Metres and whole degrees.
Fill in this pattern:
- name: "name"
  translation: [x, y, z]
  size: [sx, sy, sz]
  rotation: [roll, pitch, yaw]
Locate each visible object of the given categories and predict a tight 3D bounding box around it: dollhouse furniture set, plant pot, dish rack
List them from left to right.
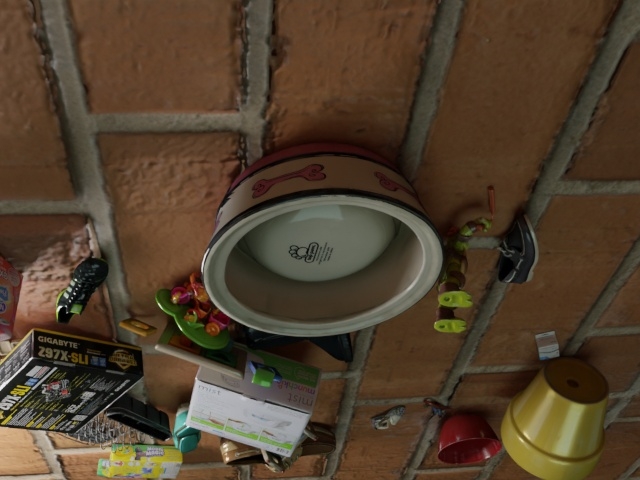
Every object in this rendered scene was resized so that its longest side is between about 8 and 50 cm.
- name: "dish rack"
  translation: [-0.531, 0.469, 1.883]
  size: [0.271, 0.074, 0.208]
  rotation: [-24, 138, 22]
- name: "dollhouse furniture set"
  translation: [-0.125, 0.454, 1.859]
  size: [0.129, 0.129, 0.183]
  rotation: [-46, 117, 3]
- name: "plant pot"
  translation: [0.603, 0.431, 1.887]
  size: [0.253, 0.254, 0.239]
  rotation: [0, 126, -9]

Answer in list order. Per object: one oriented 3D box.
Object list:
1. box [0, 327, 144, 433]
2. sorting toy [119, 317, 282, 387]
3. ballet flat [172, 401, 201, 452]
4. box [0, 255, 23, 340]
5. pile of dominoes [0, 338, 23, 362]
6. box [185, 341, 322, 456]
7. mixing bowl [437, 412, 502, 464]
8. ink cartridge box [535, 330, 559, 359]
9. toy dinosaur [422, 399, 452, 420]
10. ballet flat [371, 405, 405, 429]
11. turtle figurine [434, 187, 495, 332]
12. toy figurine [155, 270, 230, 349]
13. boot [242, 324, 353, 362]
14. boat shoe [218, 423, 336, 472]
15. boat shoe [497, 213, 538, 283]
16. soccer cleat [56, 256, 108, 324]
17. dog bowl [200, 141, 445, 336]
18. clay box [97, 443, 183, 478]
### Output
- name: "box"
  translation: [-0.580, 0.318, 1.648]
  size: [0.257, 0.079, 0.322]
  rotation: [20, 133, -38]
- name: "sorting toy"
  translation: [-0.233, 0.210, 1.520]
  size: [0.347, 0.196, 0.047]
  rotation: [21, 93, -6]
- name: "ballet flat"
  translation: [-0.334, 0.454, 1.876]
  size: [0.083, 0.087, 0.247]
  rotation: [-13, 153, -23]
- name: "box"
  translation: [-0.711, 0.113, 1.342]
  size: [0.299, 0.142, 0.154]
  rotation: [-14, 141, 9]
- name: "pile of dominoes"
  translation: [-0.626, 0.252, 1.639]
  size: [0.251, 0.040, 0.196]
  rotation: [6, 141, -29]
- name: "box"
  translation: [-0.154, 0.357, 1.697]
  size: [0.261, 0.127, 0.231]
  rotation: [17, 138, -2]
- name: "mixing bowl"
  translation: [0.407, 0.545, 2.101]
  size: [0.181, 0.098, 0.181]
  rotation: [-3, 142, -3]
- name: "ink cartridge box"
  translation: [0.543, 0.252, 1.803]
  size: [0.048, 0.028, 0.083]
  rotation: [-15, 141, 10]
- name: "toy dinosaur"
  translation: [0.306, 0.446, 2.025]
  size: [0.090, 0.047, 0.082]
  rotation: [-34, 137, -19]
- name: "ballet flat"
  translation: [0.187, 0.486, 2.041]
  size: [0.114, 0.041, 0.041]
  rotation: [-33, 135, 29]
- name: "turtle figurine"
  translation: [0.247, 0.045, 1.373]
  size: [0.087, 0.217, 0.270]
  rotation: [19, 133, -2]
- name: "toy figurine"
  translation: [-0.205, 0.098, 1.452]
  size: [0.173, 0.130, 0.159]
  rotation: [37, 112, -10]
- name: "boot"
  translation: [-0.048, 0.189, 1.580]
  size: [0.207, 0.094, 0.246]
  rotation: [-12, 141, 6]
- name: "boat shoe"
  translation: [-0.117, 0.567, 2.033]
  size: [0.323, 0.120, 0.123]
  rotation: [6, 141, -15]
- name: "boat shoe"
  translation: [0.376, 0.025, 1.449]
  size: [0.064, 0.075, 0.206]
  rotation: [-13, 147, 3]
- name: "soccer cleat"
  translation: [-0.448, 0.096, 1.416]
  size: [0.060, 0.072, 0.179]
  rotation: [20, 135, -31]
- name: "dog bowl"
  translation: [0.000, 0.000, 1.300]
  size: [0.407, 0.150, 0.408]
  rotation: [-4, 143, -3]
- name: "clay box"
  translation: [-0.501, 0.613, 2.089]
  size: [0.221, 0.053, 0.127]
  rotation: [7, 140, -16]
